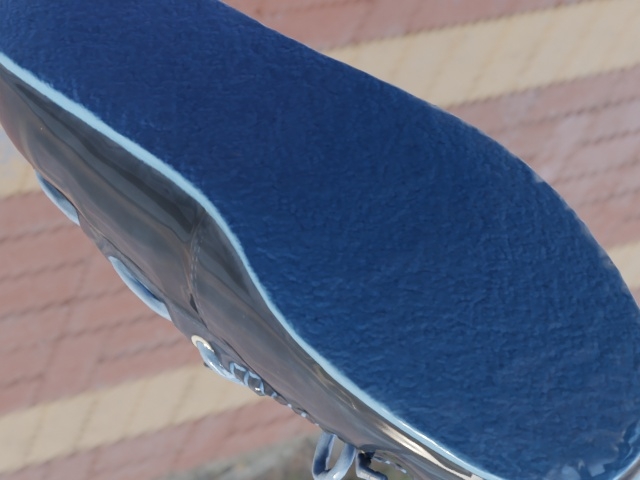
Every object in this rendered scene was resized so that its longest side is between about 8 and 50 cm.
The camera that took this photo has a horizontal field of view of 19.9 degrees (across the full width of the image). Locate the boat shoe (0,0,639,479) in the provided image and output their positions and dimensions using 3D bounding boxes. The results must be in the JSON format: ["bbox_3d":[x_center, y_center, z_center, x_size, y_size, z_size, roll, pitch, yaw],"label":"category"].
[{"bbox_3d":[0.000,0.000,0.547,0.109,0.258,0.089,-31,145,-23],"label":"boat shoe"}]
